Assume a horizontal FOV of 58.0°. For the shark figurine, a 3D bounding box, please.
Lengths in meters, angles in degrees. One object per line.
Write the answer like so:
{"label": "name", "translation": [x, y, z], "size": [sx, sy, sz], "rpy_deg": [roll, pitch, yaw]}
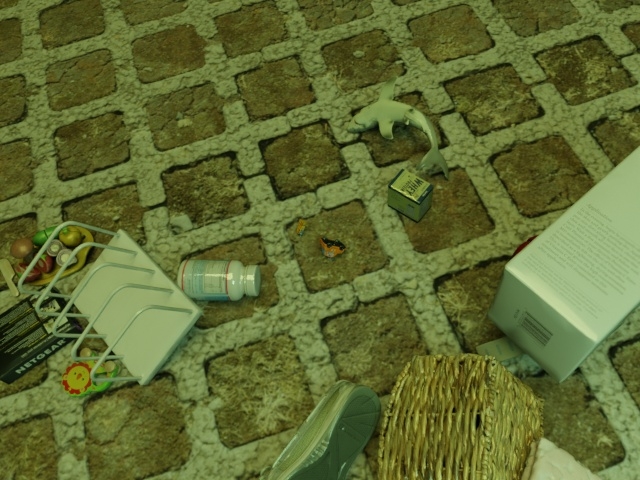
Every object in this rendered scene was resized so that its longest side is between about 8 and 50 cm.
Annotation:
{"label": "shark figurine", "translation": [0.213, -0.270, 1.358], "size": [0.278, 0.116, 0.166], "rpy_deg": [36, 104, 31]}

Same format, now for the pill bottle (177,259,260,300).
{"label": "pill bottle", "translation": [-0.210, 0.083, 1.207], "size": [0.160, 0.087, 0.087], "rpy_deg": [0, 61, 6]}

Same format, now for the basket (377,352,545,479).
{"label": "basket", "translation": [0.241, 0.370, 0.996], "size": [0.214, 0.223, 0.298], "rpy_deg": [-11, 54, 39]}

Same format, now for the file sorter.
{"label": "file sorter", "translation": [-0.417, 0.120, 1.127], "size": [0.278, 0.173, 0.192], "rpy_deg": [40, 97, 23]}

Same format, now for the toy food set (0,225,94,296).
{"label": "toy food set", "translation": [-0.624, 0.029, 1.290], "size": [0.218, 0.071, 0.128], "rpy_deg": [-27, 62, -9]}

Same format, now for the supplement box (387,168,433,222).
{"label": "supplement box", "translation": [0.196, -0.097, 1.266], "size": [0.083, 0.083, 0.056], "rpy_deg": [33, 69, 21]}

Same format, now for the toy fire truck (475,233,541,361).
{"label": "toy fire truck", "translation": [0.408, 0.123, 1.102], "size": [0.247, 0.158, 0.217], "rpy_deg": [-19, 61, -16]}

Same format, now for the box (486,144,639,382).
{"label": "box", "translation": [0.465, 0.035, 0.946], "size": [0.345, 0.215, 0.168], "rpy_deg": [-38, 63, -14]}

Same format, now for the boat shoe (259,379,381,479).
{"label": "boat shoe", "translation": [-0.018, 0.387, 1.015], "size": [0.118, 0.103, 0.320], "rpy_deg": [44, 70, -22]}

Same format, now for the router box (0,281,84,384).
{"label": "router box", "translation": [-0.612, 0.193, 1.212], "size": [0.179, 0.046, 0.133], "rpy_deg": [-36, 64, -13]}

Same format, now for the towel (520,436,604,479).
{"label": "towel", "translation": [0.415, 0.503, 0.828], "size": [0.332, 0.053, 0.317], "rpy_deg": [37, 48, 4]}

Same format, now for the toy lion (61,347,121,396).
{"label": "toy lion", "translation": [-0.468, 0.274, 1.163], "size": [0.100, 0.034, 0.096], "rpy_deg": [22, 72, 17]}

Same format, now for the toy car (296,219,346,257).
{"label": "toy car", "translation": [0.000, 0.000, 1.272], "size": [0.122, 0.060, 0.040], "rpy_deg": [39, 115, 41]}
